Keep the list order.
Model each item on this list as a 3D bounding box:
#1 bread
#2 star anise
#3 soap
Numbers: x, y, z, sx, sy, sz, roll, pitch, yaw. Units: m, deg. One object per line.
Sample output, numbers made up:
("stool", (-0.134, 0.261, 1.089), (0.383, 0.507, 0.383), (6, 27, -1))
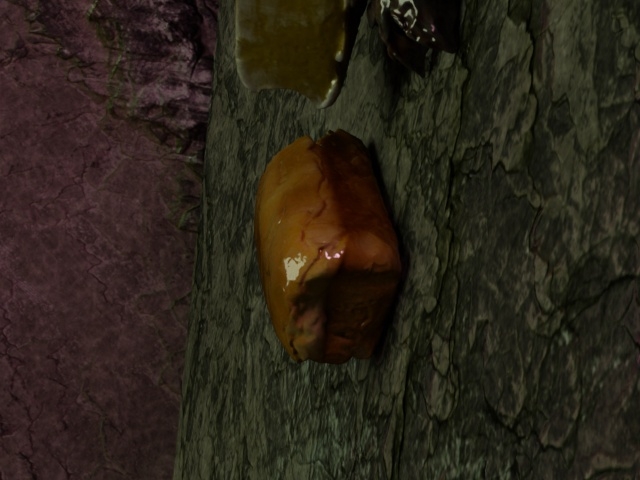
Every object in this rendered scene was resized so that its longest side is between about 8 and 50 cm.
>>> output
("bread", (-0.006, 0.002, 1.798), (0.344, 0.149, 0.195), (-104, 27, -58))
("star anise", (0.104, -0.318, 1.661), (0.223, 0.109, 0.235), (134, 141, -74))
("soap", (0.001, -0.378, 1.819), (0.293, 0.156, 0.335), (99, -176, -46))
